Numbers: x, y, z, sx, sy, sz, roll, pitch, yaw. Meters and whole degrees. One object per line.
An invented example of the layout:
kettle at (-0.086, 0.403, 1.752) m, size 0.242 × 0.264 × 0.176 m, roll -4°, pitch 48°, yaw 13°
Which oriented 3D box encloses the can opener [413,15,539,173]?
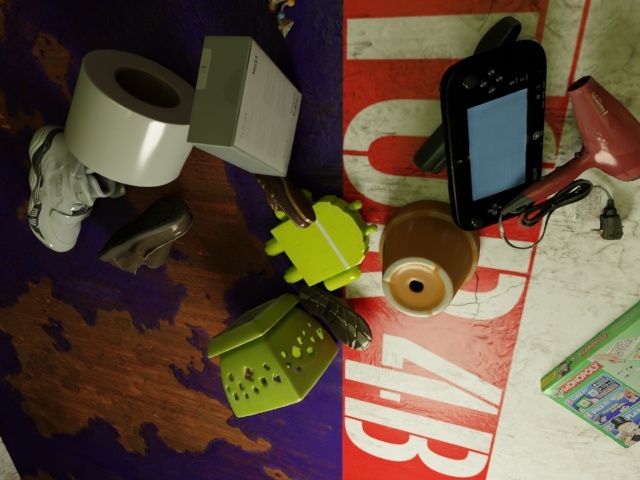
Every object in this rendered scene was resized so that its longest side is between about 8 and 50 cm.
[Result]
can opener at (0.267, -0.242, 0.757) m, size 0.280 × 0.074 × 0.093 m, roll -55°, pitch 53°, yaw 30°

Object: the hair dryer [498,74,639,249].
hair dryer at (0.429, -0.116, 0.703) m, size 0.224 × 0.080 × 0.293 m, roll -4°, pitch 112°, yaw -2°

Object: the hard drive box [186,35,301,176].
hard drive box at (-0.127, -0.231, 0.783) m, size 0.089 × 0.232 × 0.181 m, roll 10°, pitch 89°, yaw 17°

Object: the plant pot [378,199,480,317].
plant pot at (0.204, 0.046, 0.840) m, size 0.205 × 0.188 × 0.205 m, roll 9°, pitch 117°, yaw 18°

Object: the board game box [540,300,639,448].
board game box at (0.643, 0.266, 0.852) m, size 0.213 × 0.046 × 0.317 m, roll 34°, pitch 122°, yaw 5°

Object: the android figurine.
android figurine at (0.000, 0.000, 0.979) m, size 0.273 × 0.056 × 0.248 m, roll -30°, pitch 100°, yaw 31°

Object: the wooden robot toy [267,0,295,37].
wooden robot toy at (-0.069, -0.476, 0.786) m, size 0.079 × 0.076 × 0.173 m, roll -24°, pitch 106°, yaw -7°

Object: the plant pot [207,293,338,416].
plant pot at (-0.127, 0.273, 1.071) m, size 0.228 × 0.227 × 0.207 m, roll -29°, pitch 94°, yaw 31°

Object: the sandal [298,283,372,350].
sandal at (0.041, 0.179, 1.053) m, size 0.219 × 0.060 × 0.090 m, roll 33°, pitch 117°, yaw 21°

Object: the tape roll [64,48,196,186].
tape roll at (-0.388, -0.256, 0.902) m, size 0.246 × 0.246 × 0.169 m, roll 40°, pitch 122°, yaw 0°

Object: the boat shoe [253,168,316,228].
boat shoe at (-0.081, -0.099, 0.918) m, size 0.073 × 0.073 × 0.207 m, roll -42°, pitch 59°, yaw 19°

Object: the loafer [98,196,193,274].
loafer at (-0.441, -0.005, 1.131) m, size 0.366 × 0.134 × 0.130 m, roll -19°, pitch 130°, yaw 38°

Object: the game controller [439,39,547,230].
game controller at (0.292, -0.159, 0.717) m, size 0.166 × 0.067 × 0.319 m, roll -14°, pitch 127°, yaw 7°

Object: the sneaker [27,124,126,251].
sneaker at (-0.654, -0.105, 1.144) m, size 0.210 × 0.137 × 0.366 m, roll 22°, pitch 117°, yaw 14°
